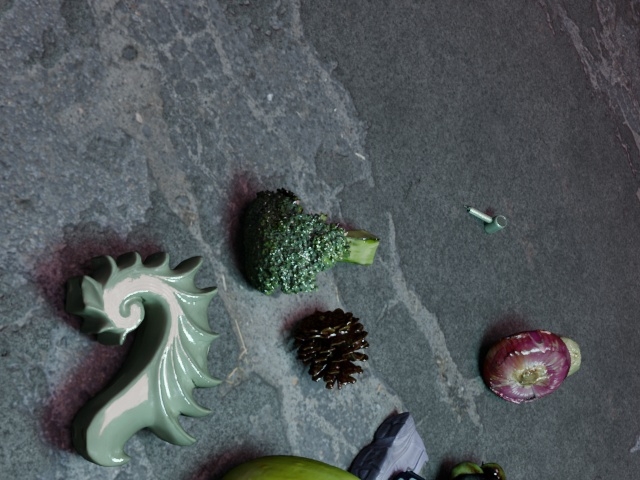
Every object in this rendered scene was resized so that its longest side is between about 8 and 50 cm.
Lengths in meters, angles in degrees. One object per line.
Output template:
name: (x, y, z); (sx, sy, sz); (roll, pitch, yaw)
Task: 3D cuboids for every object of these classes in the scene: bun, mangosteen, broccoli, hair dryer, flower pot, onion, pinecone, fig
bun: (0.703, 0.333, 2.289); (0.115, 0.069, 0.115); (7, 78, -36)
mangosteen: (0.374, 0.642, 1.892); (0.243, 0.243, 0.242); (8, 77, -38)
broccoli: (-0.020, 0.005, 1.720); (0.361, 0.252, 0.221); (10, 77, -73)
hair dryer: (0.437, -0.062, 2.164); (0.124, 0.063, 0.037); (26, 66, -11)
flower pot: (-0.314, 0.204, 1.434); (0.254, 0.165, 0.367); (-1, 82, -33)
onion: (0.537, 0.312, 2.099); (0.230, 0.230, 0.163); (46, 21, -24)
pinecone: (0.029, 0.238, 1.711); (0.163, 0.163, 0.165); (-27, 111, -39)
fig: (-0.047, 0.528, 1.493); (0.258, 0.326, 0.258); (40, 44, -53)

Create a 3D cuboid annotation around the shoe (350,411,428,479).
shoe: (0.163, 0.515, 1.807); (0.137, 0.095, 0.245); (55, 48, -14)

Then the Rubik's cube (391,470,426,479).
Rubik's cube: (0.201, 0.679, 1.664); (0.248, 0.250, 0.246); (-32, 128, -35)
